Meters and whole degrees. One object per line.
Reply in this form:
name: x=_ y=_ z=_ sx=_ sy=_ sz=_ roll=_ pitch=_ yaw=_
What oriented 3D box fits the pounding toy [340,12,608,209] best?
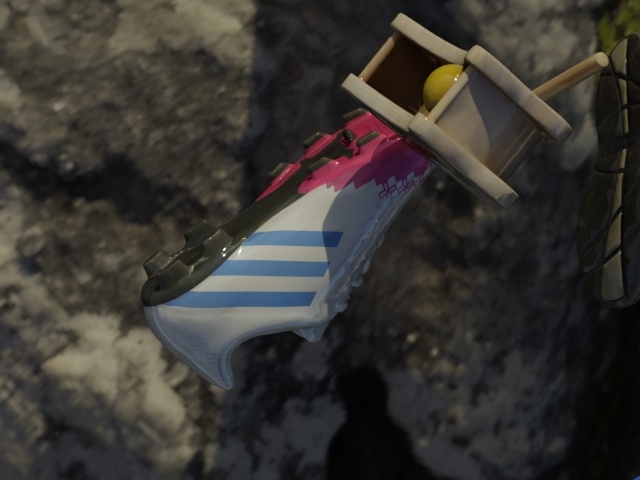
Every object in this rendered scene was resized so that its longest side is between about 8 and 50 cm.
pounding toy: x=0.122 y=-0.129 z=1.330 sx=0.154 sy=0.269 sz=0.155 roll=39 pitch=92 yaw=-3

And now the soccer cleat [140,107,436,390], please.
soccer cleat: x=0.000 y=0.000 z=1.495 sx=0.331 sy=0.116 sz=0.143 roll=-35 pitch=109 yaw=-6

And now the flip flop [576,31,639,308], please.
flip flop: x=0.318 y=-0.069 z=1.697 sx=0.080 sy=0.112 sz=0.277 roll=13 pitch=75 yaw=-26

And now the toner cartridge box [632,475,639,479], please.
toner cartridge box: x=0.258 y=0.086 z=0.755 sx=0.165 sy=0.347 sz=0.075 roll=-41 pitch=71 yaw=41
